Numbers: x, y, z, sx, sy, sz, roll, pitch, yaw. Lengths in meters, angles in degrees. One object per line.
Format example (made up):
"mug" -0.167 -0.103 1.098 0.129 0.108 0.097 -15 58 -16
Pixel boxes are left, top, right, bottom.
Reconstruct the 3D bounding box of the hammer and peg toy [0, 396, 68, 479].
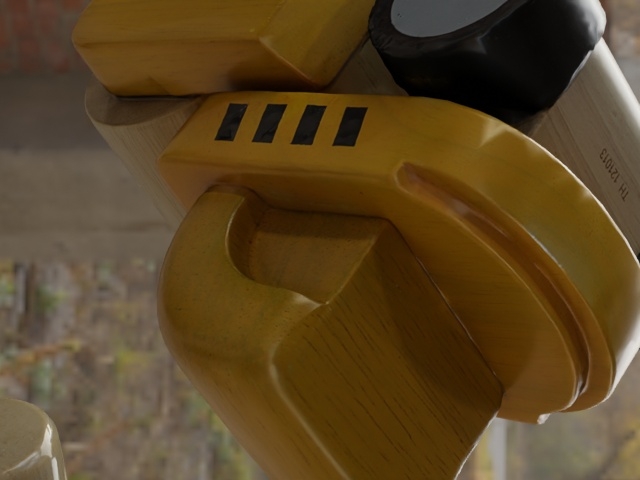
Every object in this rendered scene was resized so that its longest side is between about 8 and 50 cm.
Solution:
"hammer and peg toy" -0.182 0.201 0.494 0.361 0.266 0.127 -81 160 -60

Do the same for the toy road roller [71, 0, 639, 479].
"toy road roller" 0.000 0.000 0.840 0.240 0.329 0.202 -53 127 -27
